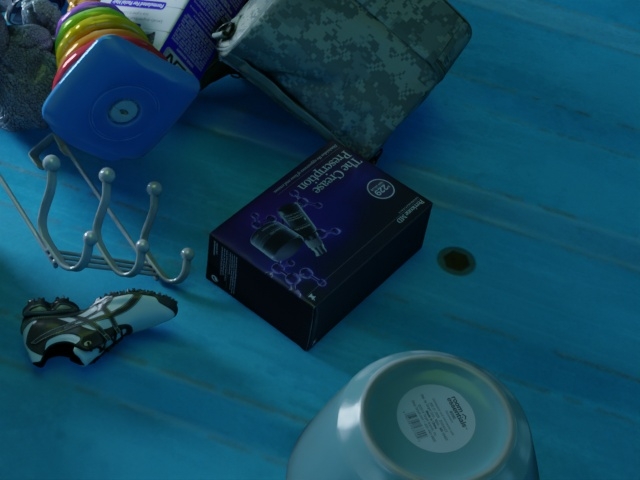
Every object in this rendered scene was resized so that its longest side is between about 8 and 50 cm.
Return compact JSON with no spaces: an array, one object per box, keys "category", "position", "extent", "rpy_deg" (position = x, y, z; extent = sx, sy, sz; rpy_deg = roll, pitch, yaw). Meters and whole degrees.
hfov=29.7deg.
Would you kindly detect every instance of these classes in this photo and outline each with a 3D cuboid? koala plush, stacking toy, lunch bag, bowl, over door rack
[{"category":"koala plush","position":[-0.463,-0.272,1.694],"extent":[0.196,0.221,0.203],"rpy_deg":[-41,51,3]},{"category":"stacking toy","position":[-0.305,-0.268,1.657],"extent":[0.175,0.166,0.301],"rpy_deg":[24,30,-43]},{"category":"lunch bag","position":[0.023,-0.287,1.774],"extent":[0.305,0.212,0.256],"rpy_deg":[39,71,-16]},{"category":"bowl","position":[0.121,0.250,1.393],"extent":[0.312,0.163,0.311],"rpy_deg":[4,49,-4]},{"category":"over door rack","position":[-0.329,-0.075,1.575],"extent":[0.324,0.108,0.239],"rpy_deg":[41,12,25]}]

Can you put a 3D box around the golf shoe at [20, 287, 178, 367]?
[{"category":"golf shoe","position":[-0.276,0.117,1.525],"extent":[0.198,0.077,0.093],"rpy_deg":[-7,60,-6]}]

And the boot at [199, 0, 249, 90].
[{"category":"boot","position":[-0.134,-0.285,1.882],"extent":[0.305,0.115,0.112],"rpy_deg":[-45,35,-17]}]

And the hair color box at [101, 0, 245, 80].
[{"category":"hair color box","position":[-0.219,-0.371,1.824],"extent":[0.185,0.110,0.338],"rpy_deg":[14,67,37]}]

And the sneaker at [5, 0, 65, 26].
[{"category":"sneaker","position":[-0.509,-0.438,1.942],"extent":[0.226,0.086,0.163],"rpy_deg":[23,47,-18]}]

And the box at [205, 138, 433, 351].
[{"category":"box","position":[0.000,0.000,1.644],"extent":[0.184,0.103,0.261],"rpy_deg":[36,53,19]}]
